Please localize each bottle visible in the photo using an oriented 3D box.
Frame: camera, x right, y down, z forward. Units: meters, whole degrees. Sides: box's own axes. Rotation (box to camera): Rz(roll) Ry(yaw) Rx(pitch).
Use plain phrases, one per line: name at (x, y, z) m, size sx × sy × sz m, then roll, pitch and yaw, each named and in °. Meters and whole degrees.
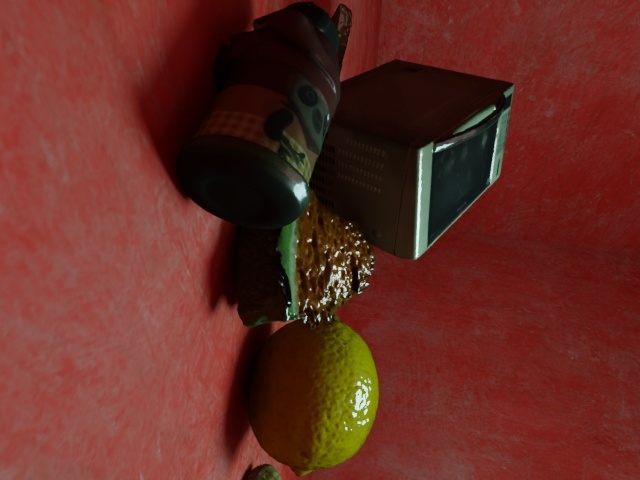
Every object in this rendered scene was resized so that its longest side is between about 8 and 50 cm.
bottle at (-0.050, -0.157, 0.456) m, size 0.156 × 0.143 × 0.271 m, roll -45°, pitch -154°, yaw 60°

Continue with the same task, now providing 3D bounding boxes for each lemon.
lemon at (-0.013, 0.279, 0.781) m, size 0.267 × 0.267 × 0.267 m, roll 9°, pitch 90°, yaw -81°

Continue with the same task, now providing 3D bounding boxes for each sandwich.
sandwich at (-0.031, 0.035, 0.696) m, size 0.301 × 0.162 × 0.250 m, roll 25°, pitch 57°, yaw -49°

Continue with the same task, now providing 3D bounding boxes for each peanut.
peanut at (-0.122, 0.521, 0.816) m, size 0.194 × 0.093 × 0.083 m, roll -49°, pitch 161°, yaw -78°

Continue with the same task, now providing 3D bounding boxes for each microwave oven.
microwave oven at (0.169, -0.180, 0.853) m, size 0.394 × 0.333 × 0.247 m, roll -37°, pitch 140°, yaw -37°

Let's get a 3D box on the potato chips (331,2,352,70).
potato chips at (0.015, -0.299, 0.938) m, size 0.057 × 0.080 × 0.407 m, roll -14°, pitch 121°, yaw -39°
